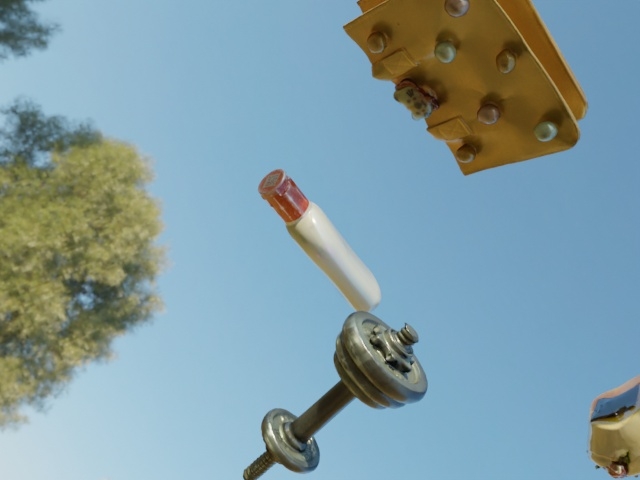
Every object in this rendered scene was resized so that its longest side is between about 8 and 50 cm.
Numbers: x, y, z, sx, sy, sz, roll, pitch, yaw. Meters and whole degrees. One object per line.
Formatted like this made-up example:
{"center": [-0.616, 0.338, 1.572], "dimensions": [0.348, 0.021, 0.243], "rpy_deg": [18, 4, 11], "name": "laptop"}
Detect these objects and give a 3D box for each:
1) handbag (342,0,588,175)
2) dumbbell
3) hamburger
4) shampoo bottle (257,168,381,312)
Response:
{"center": [0.253, -0.286, 1.252], "dimensions": [0.283, 0.133, 0.401], "rpy_deg": [-12, -49, 46], "name": "handbag"}
{"center": [0.007, 0.176, 0.754], "dimensions": [0.254, 0.110, 0.110], "rpy_deg": [-45, -113, 17], "name": "dumbbell"}
{"center": [0.526, 0.310, 1.209], "dimensions": [0.173, 0.210, 0.116], "rpy_deg": [-36, -96, 23], "name": "hamburger"}
{"center": [0.000, 0.000, 0.909], "dimensions": [0.221, 0.051, 0.108], "rpy_deg": [51, 7, -34], "name": "shampoo bottle"}
